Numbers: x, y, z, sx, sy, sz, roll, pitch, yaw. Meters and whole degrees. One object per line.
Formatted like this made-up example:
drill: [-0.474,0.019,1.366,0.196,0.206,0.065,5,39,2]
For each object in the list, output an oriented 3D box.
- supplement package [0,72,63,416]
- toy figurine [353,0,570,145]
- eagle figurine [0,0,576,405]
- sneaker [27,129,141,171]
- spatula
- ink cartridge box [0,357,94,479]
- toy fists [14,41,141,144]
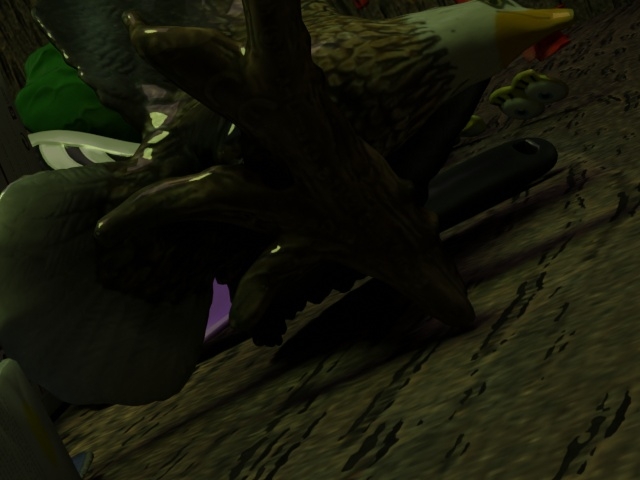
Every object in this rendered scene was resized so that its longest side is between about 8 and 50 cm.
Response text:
supplement package: [-0.232,0.033,0.889,0.177,0.175,0.293,-21,6,8]
toy figurine: [-0.022,-0.105,1.369,0.217,0.191,0.362,-33,9,-36]
eagle figurine: [-0.007,-0.065,0.771,0.225,0.226,0.298,12,19,-11]
sneaker: [-0.141,-0.004,1.125,0.217,0.079,0.121,-3,34,24]
spatula: [0.000,0.000,0.935,0.296,0.030,0.084,-21,41,-30]
ink cartridge box: [-0.218,0.125,0.525,0.303,0.072,0.307,-24,8,-2]
toy fists: [-0.161,-0.057,1.318,0.142,0.096,0.279,-2,60,39]
